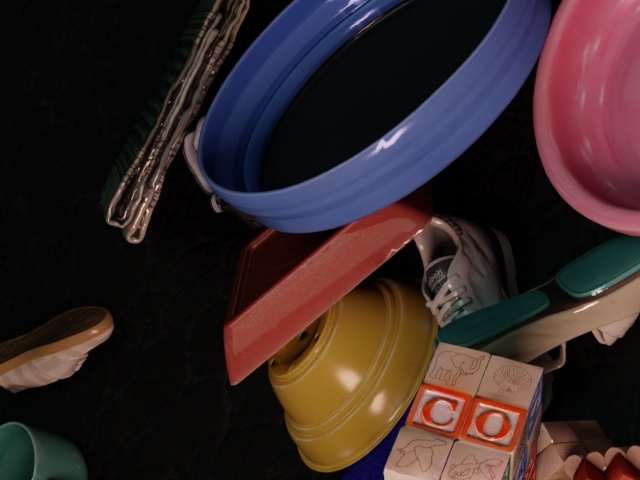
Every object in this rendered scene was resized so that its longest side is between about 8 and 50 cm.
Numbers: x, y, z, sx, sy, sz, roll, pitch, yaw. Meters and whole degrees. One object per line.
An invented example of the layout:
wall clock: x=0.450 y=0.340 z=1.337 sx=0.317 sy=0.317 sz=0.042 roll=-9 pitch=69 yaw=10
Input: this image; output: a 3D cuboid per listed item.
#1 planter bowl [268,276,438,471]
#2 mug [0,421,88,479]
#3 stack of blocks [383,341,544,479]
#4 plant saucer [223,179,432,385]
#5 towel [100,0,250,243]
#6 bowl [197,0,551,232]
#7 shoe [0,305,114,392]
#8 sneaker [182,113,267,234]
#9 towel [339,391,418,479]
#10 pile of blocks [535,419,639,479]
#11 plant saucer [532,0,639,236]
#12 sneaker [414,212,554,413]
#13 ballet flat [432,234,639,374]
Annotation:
planter bowl: x=0.012 y=0.111 z=1.880 sx=0.217 sy=0.090 sz=0.217 roll=-42 pitch=30 yaw=31
mug: x=-0.324 y=0.291 z=2.205 sx=0.129 sy=0.097 sz=0.158 roll=-50 pitch=43 yaw=18
stack of blocks: x=0.107 y=0.242 z=1.514 sx=0.087 sy=0.297 sz=0.171 roll=14 pitch=51 yaw=15
plant saucer: x=0.000 y=0.000 z=1.904 sx=0.258 sy=0.048 sz=0.259 roll=-40 pitch=14 yaw=17
towel: x=-0.163 y=-0.153 z=2.188 sx=0.312 sy=0.056 sz=0.324 roll=-62 pitch=9 yaw=2
bowl: x=0.055 y=-0.164 z=1.869 sx=0.391 sy=0.077 sz=0.391 roll=-31 pitch=30 yaw=21
shoe: x=-0.322 y=0.135 z=2.321 sx=0.219 sy=0.058 sz=0.076 roll=-21 pitch=26 yaw=36
sneaker: x=-0.063 y=-0.131 z=2.076 sx=0.101 sy=0.153 sz=0.269 roll=-21 pitch=57 yaw=42
towel: x=0.046 y=0.315 z=1.795 sx=0.308 sy=0.076 sz=0.228 roll=-54 pitch=41 yaw=14
pile of blocks: x=0.283 y=0.218 z=1.515 sx=0.362 sy=0.112 sz=0.149 roll=-3 pitch=85 yaw=43
plant saucer: x=0.338 y=-0.154 z=1.695 sx=0.332 sy=0.084 sz=0.332 roll=-23 pitch=56 yaw=39
sneaker: x=0.143 y=0.077 z=1.791 sx=0.090 sy=0.095 sz=0.235 roll=-40 pitch=49 yaw=26
ballet flat: x=0.219 y=0.068 z=1.705 sx=0.248 sy=0.086 sz=0.086 roll=-24 pitch=48 yaw=1
